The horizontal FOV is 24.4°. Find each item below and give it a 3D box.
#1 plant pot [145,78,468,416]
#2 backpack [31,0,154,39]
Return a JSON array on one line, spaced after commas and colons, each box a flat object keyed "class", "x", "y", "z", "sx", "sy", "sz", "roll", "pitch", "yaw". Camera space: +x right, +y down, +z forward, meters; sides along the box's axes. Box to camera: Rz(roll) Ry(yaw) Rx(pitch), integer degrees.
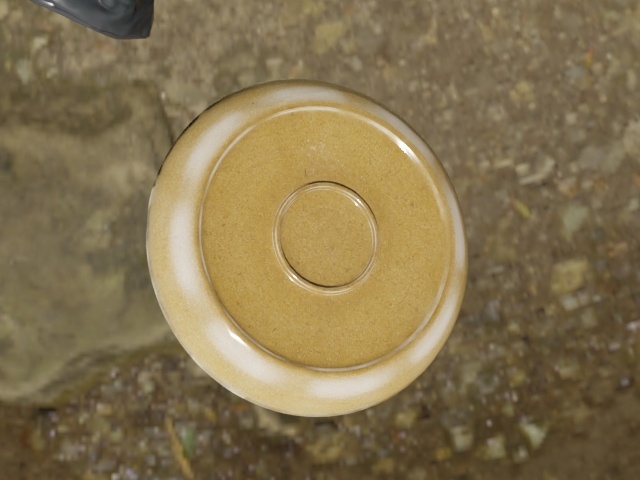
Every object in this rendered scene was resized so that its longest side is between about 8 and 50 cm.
[{"class": "plant pot", "x": 0.000, "y": 0.000, "z": 1.003, "sx": 0.236, "sy": 0.236, "sz": 0.032, "roll": 14, "pitch": 164, "yaw": -18}, {"class": "backpack", "x": -0.232, "y": -0.394, "z": 1.295, "sx": 0.290, "sy": 0.273, "sz": 0.355, "roll": 26, "pitch": 95, "yaw": 6}]
